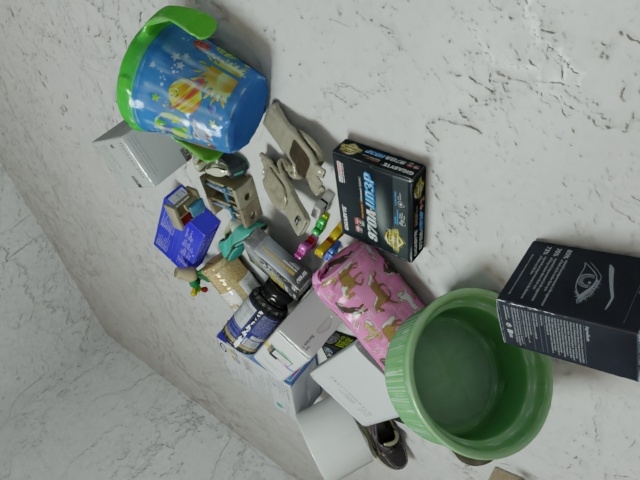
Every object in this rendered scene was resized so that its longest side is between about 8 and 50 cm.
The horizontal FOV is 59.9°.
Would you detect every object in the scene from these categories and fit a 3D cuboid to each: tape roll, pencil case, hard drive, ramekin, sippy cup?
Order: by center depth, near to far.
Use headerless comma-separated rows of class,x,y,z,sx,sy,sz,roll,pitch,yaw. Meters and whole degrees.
ramekin,0.271,0.252,1.064,0.303,0.303,0.148,45,156,-2
sippy cup,-0.233,-0.286,1.086,0.224,0.240,0.305,26,-176,9
pencil case,0.146,0.178,1.224,0.160,0.167,0.386,-33,100,30
hard drive,0.120,0.398,1.528,0.233,0.047,0.353,43,149,2
tape roll,0.045,0.645,1.816,0.246,0.169,0.246,63,173,14

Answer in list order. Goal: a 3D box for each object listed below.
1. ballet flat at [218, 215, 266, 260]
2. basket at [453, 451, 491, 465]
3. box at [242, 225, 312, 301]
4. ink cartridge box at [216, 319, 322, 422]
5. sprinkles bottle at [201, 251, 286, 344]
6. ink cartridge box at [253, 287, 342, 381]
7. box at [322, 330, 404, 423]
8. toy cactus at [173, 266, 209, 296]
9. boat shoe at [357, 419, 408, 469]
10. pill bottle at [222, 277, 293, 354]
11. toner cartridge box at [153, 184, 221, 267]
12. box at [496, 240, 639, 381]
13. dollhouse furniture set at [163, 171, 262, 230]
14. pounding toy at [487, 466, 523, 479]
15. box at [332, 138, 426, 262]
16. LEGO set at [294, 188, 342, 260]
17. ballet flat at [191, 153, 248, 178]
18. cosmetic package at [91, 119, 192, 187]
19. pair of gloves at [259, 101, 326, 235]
ballet flat,-0.227,-0.018,1.521,0.087,0.083,0.247,58,147,3
basket,0.337,0.417,1.322,0.204,0.154,0.227,18,146,53
box,-0.107,0.068,1.435,0.183,0.056,0.231,40,168,6
ink cartridge box,-0.200,0.421,1.939,0.395,0.151,0.270,25,143,26
sprinkles bottle,-0.214,0.193,1.713,0.121,0.121,0.355,-13,118,54
ink cartridge box,-0.051,0.249,1.511,0.117,0.201,0.278,42,149,3
box,0.133,0.392,1.607,0.216,0.060,0.270,12,136,42
toy cactus,-0.385,0.125,1.798,0.180,0.112,0.219,12,157,-36
boat shoe,0.208,0.628,1.765,0.092,0.103,0.285,-1,121,56
pill bottle,-0.172,0.211,1.590,0.123,0.123,0.219,41,104,5
toner cartridge box,-0.427,-0.021,1.747,0.165,0.075,0.348,44,149,1
box,0.403,0.100,0.856,0.207,0.153,0.108,14,138,41
dollhouse furniture set,-0.262,-0.075,1.385,0.129,0.184,0.129,23,143,31
pounding toy,0.462,0.700,1.477,0.094,0.181,0.206,9,135,44
box,0.116,-0.075,1.078,0.175,0.051,0.220,25,145,28
LEGO set,0.000,0.000,1.260,0.087,0.093,0.227,37,148,11
ballet flat,-0.268,-0.194,1.363,0.203,0.074,0.074,23,143,32
cosmetic package,-0.462,-0.239,1.452,0.183,0.151,0.151,4,132,47
pair of gloves,-0.061,-0.148,1.174,0.204,0.042,0.240,52,148,21
